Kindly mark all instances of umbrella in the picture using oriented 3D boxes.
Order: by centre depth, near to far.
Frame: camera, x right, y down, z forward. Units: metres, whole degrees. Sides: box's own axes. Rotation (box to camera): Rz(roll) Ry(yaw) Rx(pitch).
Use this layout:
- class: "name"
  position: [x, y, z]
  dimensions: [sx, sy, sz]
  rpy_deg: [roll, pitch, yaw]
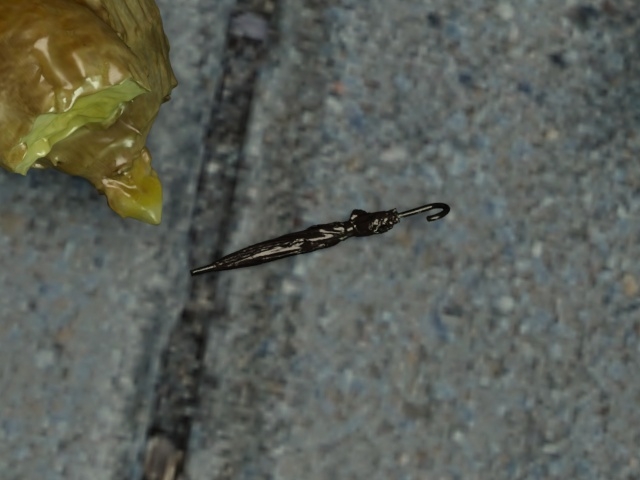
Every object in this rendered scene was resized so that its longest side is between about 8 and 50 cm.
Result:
- class: "umbrella"
  position: [0.000, -0.001, 0.587]
  dimensions: [0.122, 0.022, 0.013]
  rpy_deg: [-13, 111, 0]

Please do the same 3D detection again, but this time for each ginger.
- class: "ginger"
  position: [-0.125, -0.097, 0.511]
  dimensions: [0.102, 0.157, 0.216]
  rpy_deg: [-37, 97, 4]
